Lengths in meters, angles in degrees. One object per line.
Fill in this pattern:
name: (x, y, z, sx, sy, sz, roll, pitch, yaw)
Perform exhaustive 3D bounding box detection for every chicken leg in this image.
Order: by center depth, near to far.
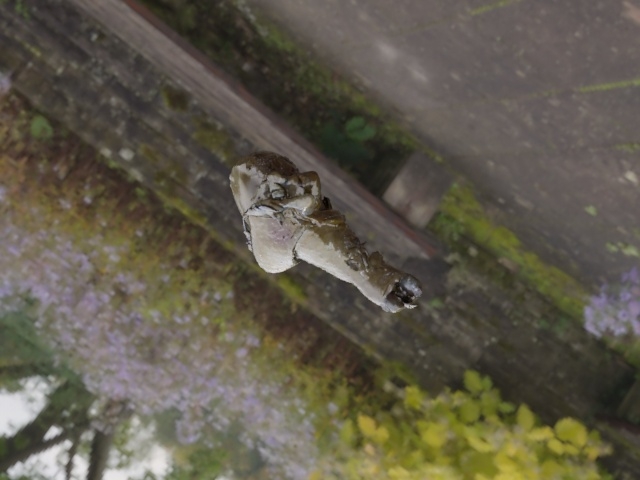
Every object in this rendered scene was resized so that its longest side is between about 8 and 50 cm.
chicken leg: (-0.004, 0.000, 0.907, 0.196, 0.080, 0.125, 46, 157, -23)
